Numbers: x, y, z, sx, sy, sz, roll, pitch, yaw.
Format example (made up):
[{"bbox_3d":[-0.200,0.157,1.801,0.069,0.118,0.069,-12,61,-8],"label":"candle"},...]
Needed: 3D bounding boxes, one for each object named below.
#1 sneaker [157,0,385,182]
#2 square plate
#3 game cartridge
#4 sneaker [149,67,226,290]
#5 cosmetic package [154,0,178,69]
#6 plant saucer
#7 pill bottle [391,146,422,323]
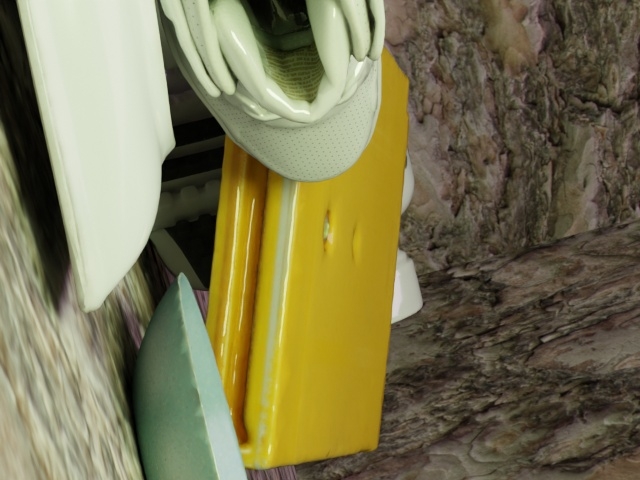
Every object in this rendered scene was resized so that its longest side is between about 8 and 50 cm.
[{"bbox_3d":[-0.024,-0.090,0.683,0.292,0.108,0.169,72,5,-49],"label":"sneaker"},{"bbox_3d":[-0.107,-0.177,0.664,0.347,0.049,0.344,-118,-160,-75],"label":"square plate"},{"bbox_3d":[0.000,0.000,0.996,0.324,0.053,0.285,28,67,-77],"label":"game cartridge"},{"bbox_3d":[-0.093,-0.096,1.047,0.118,0.110,0.292,108,-28,-66],"label":"sneaker"},{"bbox_3d":[-0.132,-0.229,0.966,0.117,0.085,0.231,79,-2,-64],"label":"cosmetic package"},{"bbox_3d":[-0.058,0.113,0.730,0.195,0.037,0.195,165,-90,-89],"label":"plant saucer"},{"bbox_3d":[-0.040,-0.098,1.267,0.210,0.210,0.363,-129,-156,-86],"label":"pill bottle"}]
